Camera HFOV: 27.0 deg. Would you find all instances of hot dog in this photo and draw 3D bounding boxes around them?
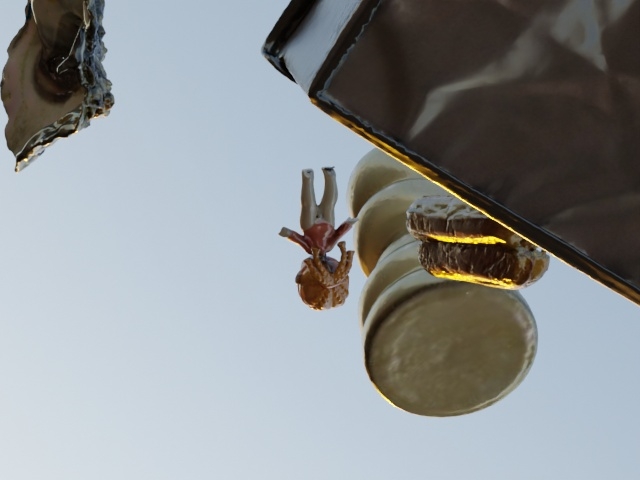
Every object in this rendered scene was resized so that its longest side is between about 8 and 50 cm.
[{"bbox_3d":[0.116,-0.001,1.020,0.071,0.045,0.165,64,-19,-14],"label":"hot dog"}]

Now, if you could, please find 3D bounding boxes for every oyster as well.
[{"bbox_3d":[-0.268,-0.187,1.383,0.223,0.083,0.214,-37,-131,42],"label":"oyster"}]

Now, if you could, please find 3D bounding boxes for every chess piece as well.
[{"bbox_3d":[0.102,0.014,1.300,0.299,0.167,0.167,-100,-174,-53],"label":"chess piece"}]

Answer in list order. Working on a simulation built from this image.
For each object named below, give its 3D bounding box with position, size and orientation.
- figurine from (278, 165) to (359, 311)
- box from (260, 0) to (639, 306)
[{"bbox_3d":[0.000,0.000,0.989,0.047,0.064,0.109,-139,-136,-66],"label":"figurine"},{"bbox_3d":[0.129,-0.096,0.700,0.252,0.188,0.153,33,10,-16],"label":"box"}]
